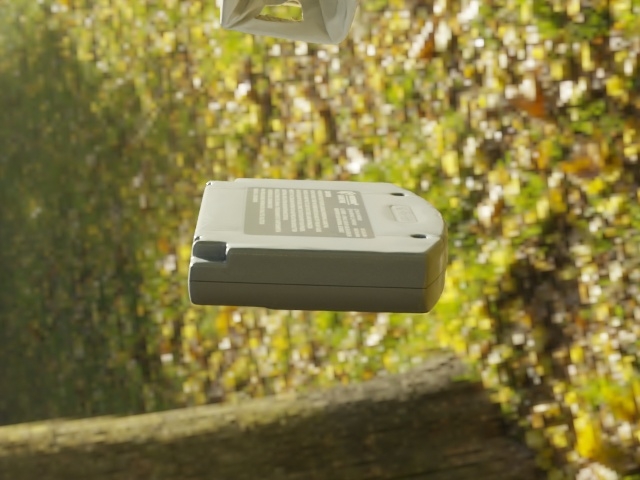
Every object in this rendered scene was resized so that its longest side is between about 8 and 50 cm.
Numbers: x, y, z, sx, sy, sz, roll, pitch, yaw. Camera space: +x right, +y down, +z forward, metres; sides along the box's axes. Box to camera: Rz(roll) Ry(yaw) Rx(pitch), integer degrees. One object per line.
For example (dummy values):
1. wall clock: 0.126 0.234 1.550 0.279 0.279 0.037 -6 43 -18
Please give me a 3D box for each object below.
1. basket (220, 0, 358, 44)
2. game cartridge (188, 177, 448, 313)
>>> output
1. basket: -0.018 -0.261 1.201 0.103 0.113 0.167 -91 11 -44
2. game cartridge: 0.000 0.000 1.158 0.297 0.198 0.062 -98 14 -78
